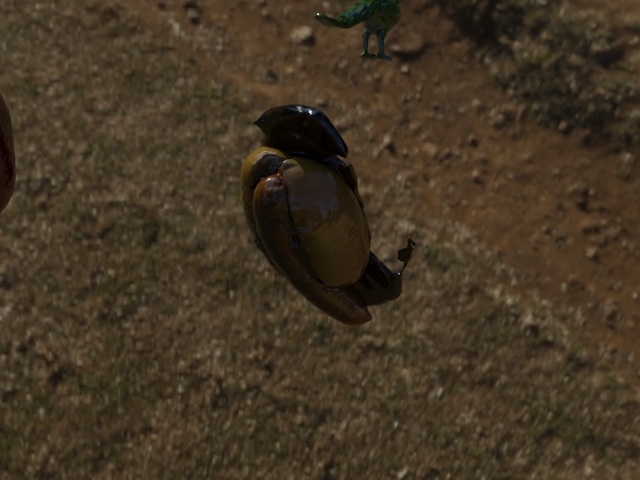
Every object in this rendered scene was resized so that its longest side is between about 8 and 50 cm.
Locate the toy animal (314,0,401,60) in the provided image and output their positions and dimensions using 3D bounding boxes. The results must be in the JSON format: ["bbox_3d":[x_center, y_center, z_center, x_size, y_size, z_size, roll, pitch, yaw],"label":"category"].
[{"bbox_3d":[0.048,-0.225,1.326,0.041,0.075,0.217,5,21,27],"label":"toy animal"}]

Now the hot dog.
[{"bbox_3d":[-0.005,-0.002,1.489,0.194,0.326,0.107,2,44,48],"label":"hot dog"}]

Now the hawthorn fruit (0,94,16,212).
[{"bbox_3d":[-0.382,-0.100,1.181,0.185,0.202,0.185,8,42,-7],"label":"hawthorn fruit"}]
